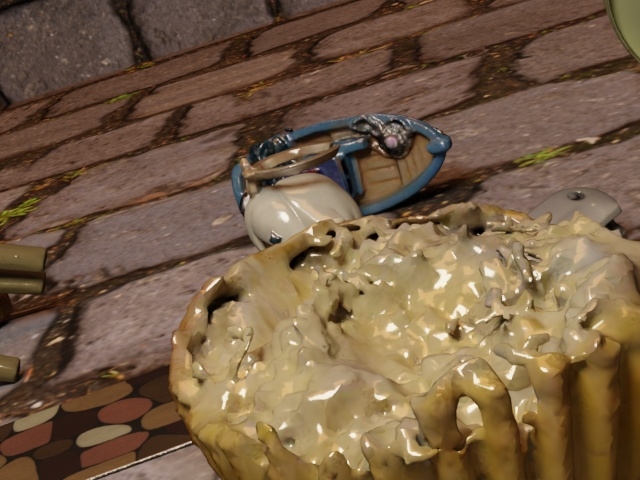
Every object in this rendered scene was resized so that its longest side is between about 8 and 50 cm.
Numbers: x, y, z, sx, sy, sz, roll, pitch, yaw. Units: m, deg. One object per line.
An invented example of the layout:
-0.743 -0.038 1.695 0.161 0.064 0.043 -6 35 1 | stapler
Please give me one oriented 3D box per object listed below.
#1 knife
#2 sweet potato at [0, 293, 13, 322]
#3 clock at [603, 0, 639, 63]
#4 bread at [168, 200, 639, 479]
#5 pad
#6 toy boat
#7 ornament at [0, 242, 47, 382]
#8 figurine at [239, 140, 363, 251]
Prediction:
0.129 0.034 0.897 0.073 0.040 0.265 14 35 41 | knife
-0.403 0.112 1.179 0.067 0.059 0.281 -16 14 42 | sweet potato
0.370 -0.240 1.159 0.235 0.235 0.029 -15 17 12 | clock
0.057 0.073 0.675 0.274 0.149 0.274 -11 18 4 | bread
-0.177 0.143 0.942 0.235 0.003 0.158 -20 17 -2 | pad
0.018 -0.067 1.217 0.223 0.100 0.097 -13 9 24 | toy boat
-0.375 0.080 1.128 0.245 0.061 0.230 6 42 -7 | ornament
0.000 0.000 0.942 0.132 0.153 0.132 -17 17 5 | figurine
